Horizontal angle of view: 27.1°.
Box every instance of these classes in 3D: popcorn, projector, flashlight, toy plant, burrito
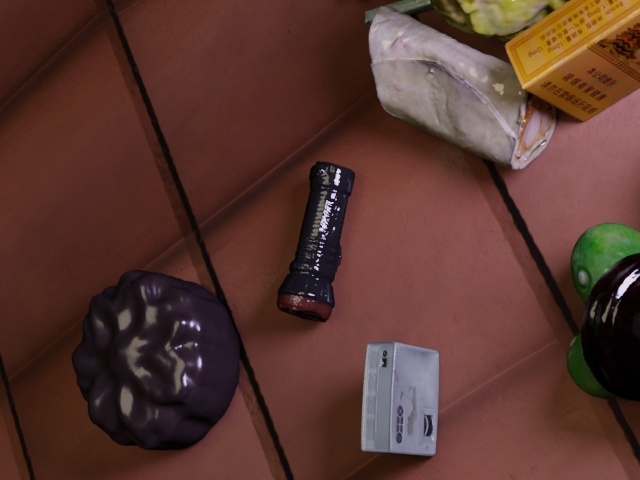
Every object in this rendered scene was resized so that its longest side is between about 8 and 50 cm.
[{"bbox_3d":[0.254,-0.380,1.777,0.259,0.259,0.212,-27,50,30],"label":"popcorn"},{"bbox_3d":[0.106,0.217,1.807,0.061,0.115,0.147,-4,78,39],"label":"projector"},{"bbox_3d":[0.000,0.000,1.962,0.093,0.093,0.232,8,79,38],"label":"flashlight"},{"bbox_3d":[0.379,0.093,1.605,0.235,0.175,0.218,15,96,64],"label":"toy plant"},{"bbox_3d":[0.184,-0.211,1.839,0.299,0.105,0.143,31,129,35],"label":"burrito"}]

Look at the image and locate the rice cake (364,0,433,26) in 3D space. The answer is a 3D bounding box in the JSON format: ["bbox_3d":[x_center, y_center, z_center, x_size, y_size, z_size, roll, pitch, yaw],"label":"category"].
[{"bbox_3d":[0.118,-0.345,1.984,0.121,0.021,0.022,-11,68,33],"label":"rice cake"}]

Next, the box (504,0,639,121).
[{"bbox_3d":[0.390,-0.267,1.660,0.274,0.174,0.076,-33,63,28],"label":"box"}]

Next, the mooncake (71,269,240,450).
[{"bbox_3d":[-0.265,0.188,2.083,0.283,0.141,0.283,-7,78,36],"label":"mooncake"}]
